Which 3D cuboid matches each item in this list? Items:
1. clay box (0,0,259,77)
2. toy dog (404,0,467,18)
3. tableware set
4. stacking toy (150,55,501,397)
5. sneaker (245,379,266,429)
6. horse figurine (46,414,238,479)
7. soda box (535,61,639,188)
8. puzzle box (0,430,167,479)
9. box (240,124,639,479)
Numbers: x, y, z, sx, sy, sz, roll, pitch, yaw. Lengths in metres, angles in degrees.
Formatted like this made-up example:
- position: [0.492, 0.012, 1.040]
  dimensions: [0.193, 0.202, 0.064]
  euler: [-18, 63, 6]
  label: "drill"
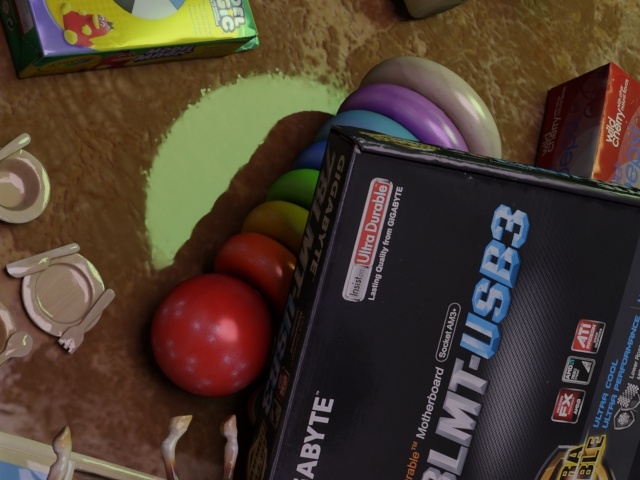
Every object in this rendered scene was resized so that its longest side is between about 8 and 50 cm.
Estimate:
- position: [-0.140, -0.202, 0.954]
  dimensions: [0.222, 0.053, 0.128]
  euler: [-14, 85, -38]
  label: "clay box"
- position: [0.196, -0.331, 1.174]
  dimensions: [0.333, 0.161, 0.220]
  euler: [-43, 103, -37]
  label: "toy dog"
- position: [-0.225, 0.014, 0.846]
  dimensions: [0.141, 0.020, 0.169]
  euler: [-35, 98, -38]
  label: "tableware set"
- position: [0.000, 0.000, 0.958]
  dimensions: [0.141, 0.141, 0.330]
  euler: [52, 59, -12]
  label: "stacking toy"
- position: [0.012, 0.091, 0.963]
  dimensions: [0.057, 0.075, 0.161]
  euler: [52, 53, -13]
  label: "sneaker"
- position: [-0.124, 0.199, 0.765]
  dimensions: [0.263, 0.066, 0.175]
  euler: [1, 78, -35]
  label: "horse figurine"
- position: [0.256, -0.033, 1.178]
  dimensions: [0.092, 0.083, 0.263]
  euler: [31, 59, -27]
  label: "soda box"
- position: [-0.281, 0.228, 0.719]
  dimensions: [0.408, 0.052, 0.272]
  euler: [23, 64, -30]
  label: "puzzle box"
- position: [0.114, 0.089, 0.888]
  dimensions: [0.293, 0.073, 0.296]
  euler: [11, 102, -20]
  label: "box"
